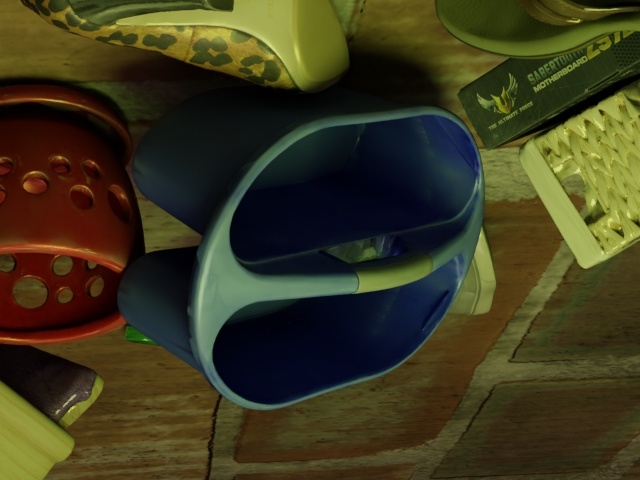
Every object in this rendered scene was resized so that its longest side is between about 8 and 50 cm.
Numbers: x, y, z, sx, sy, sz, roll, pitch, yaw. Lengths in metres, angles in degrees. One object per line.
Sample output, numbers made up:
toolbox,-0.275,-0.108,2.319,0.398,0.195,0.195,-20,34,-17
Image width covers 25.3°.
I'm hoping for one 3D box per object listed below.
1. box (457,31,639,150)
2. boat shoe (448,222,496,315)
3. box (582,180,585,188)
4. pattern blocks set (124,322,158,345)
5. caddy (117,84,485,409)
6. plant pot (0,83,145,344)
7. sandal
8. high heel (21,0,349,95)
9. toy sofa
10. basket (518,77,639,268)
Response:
box,0.244,-0.159,1.105,0.232,0.059,0.183,-30,174,39
boat shoe,0.138,0.029,1.503,0.081,0.079,0.227,-12,156,0
box,0.403,-0.089,1.293,0.262,0.127,0.231,13,145,-36
pattern blocks set,-0.084,0.088,1.540,0.285,0.026,0.325,13,163,-36
caddy,0.000,0.000,1.157,0.341,0.179,0.241,-12,119,-46
plant pot,-0.246,-0.025,1.203,0.191,0.174,0.191,-6,153,-3
sandal,0.192,-0.192,0.967,0.086,0.120,0.302,16,173,-41
high heel,-0.098,-0.171,1.098,0.186,0.093,0.261,6,175,28
toy sofa,-0.381,0.116,1.316,0.362,0.177,0.150,20,159,45
basket,0.253,-0.064,1.127,0.103,0.113,0.167,-33,175,38
